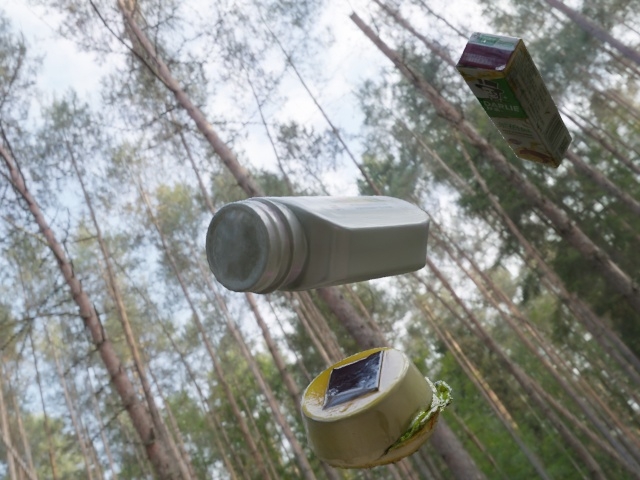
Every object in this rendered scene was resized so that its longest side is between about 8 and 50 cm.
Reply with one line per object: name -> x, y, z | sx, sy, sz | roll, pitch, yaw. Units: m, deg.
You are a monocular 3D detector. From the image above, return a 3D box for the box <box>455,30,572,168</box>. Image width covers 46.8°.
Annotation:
box -> 0.195, -0.132, 0.723 | 0.207, 0.049, 0.041 | 33, -98, -54

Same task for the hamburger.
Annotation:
hamburger -> 0.052, 0.157, 0.686 | 0.141, 0.126, 0.082 | -27, -74, 0

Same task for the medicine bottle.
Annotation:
medicine bottle -> 0.000, 0.000, 0.993 | 0.324, 0.179, 0.124 | -7, -75, -50
